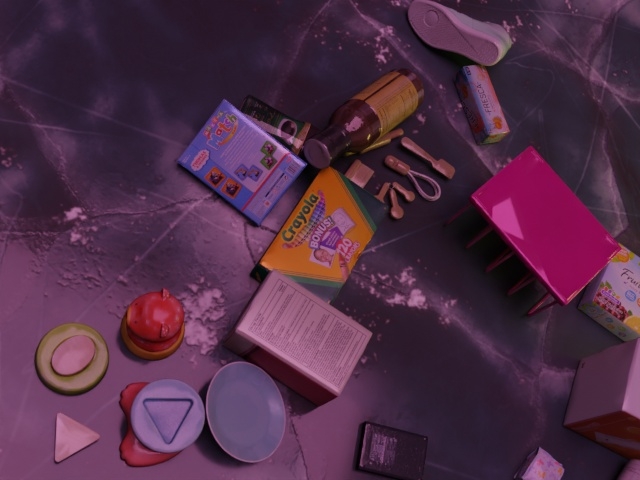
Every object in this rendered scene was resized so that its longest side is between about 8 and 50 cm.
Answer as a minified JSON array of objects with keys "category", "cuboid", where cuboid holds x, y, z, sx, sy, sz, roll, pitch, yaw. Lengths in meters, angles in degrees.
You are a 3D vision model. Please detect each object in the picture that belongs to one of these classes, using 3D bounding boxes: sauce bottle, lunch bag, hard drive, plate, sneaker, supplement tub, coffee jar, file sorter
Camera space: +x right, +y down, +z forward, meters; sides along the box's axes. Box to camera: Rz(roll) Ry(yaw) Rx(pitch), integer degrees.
[{"category":"sauce bottle","cuboid":[0.091,-0.258,1.883,0.111,0.111,0.344,49,51,3]},{"category":"lunch bag","cuboid":[0.447,0.474,1.797,0.071,0.053,0.083,40,72,1]},{"category":"hard drive","cuboid":[0.141,0.415,1.728,0.135,0.022,0.094,17,66,-13]},{"category":"plate","cuboid":[-0.142,0.318,1.637,0.188,0.024,0.188,23,56,-38]},{"category":"sneaker","cuboid":[0.337,-0.503,2.121,0.256,0.094,0.151,33,32,13]},{"category":"supplement tub","cuboid":[0.648,0.518,1.840,0.071,0.071,0.107,45,62,1]},{"category":"coffee jar","cuboid":[-0.093,-0.225,1.855,0.184,0.079,0.096,25,68,-8]},{"category":"file sorter","cuboid":[0.445,-0.007,1.905,0.202,0.182,0.290,-38,85,-26]}]

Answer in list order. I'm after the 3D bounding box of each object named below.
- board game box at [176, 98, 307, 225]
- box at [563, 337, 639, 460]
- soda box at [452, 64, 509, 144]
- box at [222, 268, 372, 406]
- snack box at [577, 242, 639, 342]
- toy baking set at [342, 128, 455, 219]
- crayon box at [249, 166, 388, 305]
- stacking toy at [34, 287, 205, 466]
[{"category":"board game box","cuboid":[-0.158,-0.158,1.788,0.211,0.039,0.160,38,96,-3]},{"category":"box","cuboid":[0.725,0.370,1.842,0.345,0.215,0.168,27,64,-7]},{"category":"soda box","cuboid":[0.375,-0.318,2.067,0.063,0.058,0.183,-11,74,-22]},{"category":"box","cuboid":[-0.045,0.189,1.690,0.232,0.127,0.148,34,63,-4]},{"category":"snack box","cuboid":[0.711,0.136,2.007,0.207,0.070,0.174,36,63,-5]},{"category":"toy baking set","cuboid":[0.167,-0.153,1.951,0.256,0.030,0.196,-28,84,-26]},{"category":"crayon box","cuboid":[0.000,0.000,1.802,0.165,0.081,0.278,34,63,-4]},{"category":"stacking toy","cuboid":[-0.350,0.243,1.561,0.280,0.130,0.309,-7,72,-22]}]
